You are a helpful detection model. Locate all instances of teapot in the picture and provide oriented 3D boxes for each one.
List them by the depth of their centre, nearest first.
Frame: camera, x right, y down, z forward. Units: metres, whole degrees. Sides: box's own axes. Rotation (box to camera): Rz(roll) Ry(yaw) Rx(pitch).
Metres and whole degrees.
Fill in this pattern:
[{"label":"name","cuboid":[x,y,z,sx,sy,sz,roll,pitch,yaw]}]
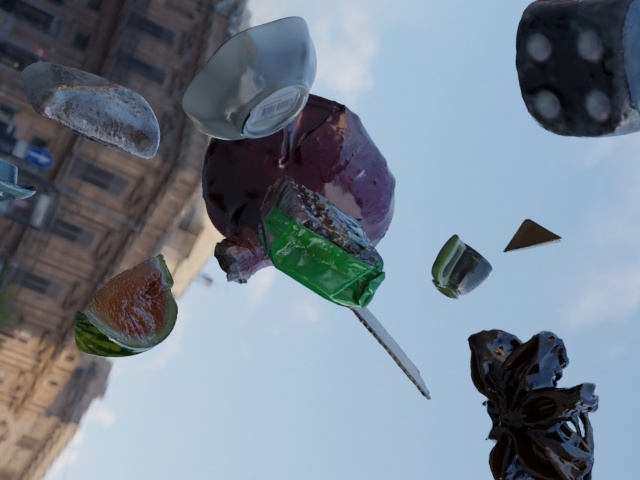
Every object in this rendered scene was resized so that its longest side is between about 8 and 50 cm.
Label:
[{"label":"teapot","cuboid":[0.222,0.046,1.697,0.090,0.124,0.092,-53,-151,-10]}]

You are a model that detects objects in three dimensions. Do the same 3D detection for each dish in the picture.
[{"label":"dish","cuboid":[-0.067,-0.173,1.183,0.066,0.191,0.190,55,-50,19]}]

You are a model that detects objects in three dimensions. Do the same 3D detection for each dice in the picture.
[{"label":"dice","cuboid":[0.378,-0.243,1.328,0.183,0.181,0.182,11,-61,50]}]

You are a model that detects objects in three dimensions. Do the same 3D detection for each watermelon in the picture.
[{"label":"watermelon","cuboid":[-0.354,0.158,1.929,0.303,0.128,0.159,-40,152,-61]}]

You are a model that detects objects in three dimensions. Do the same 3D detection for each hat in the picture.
[{"label":"hat","cuboid":[-0.566,-0.114,1.709,0.191,0.138,0.077,-5,-109,41]}]

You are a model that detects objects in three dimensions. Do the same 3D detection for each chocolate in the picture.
[{"label":"chocolate","cuboid":[-0.453,-0.275,2.029,0.100,0.303,0.185,-52,-138,20]}]

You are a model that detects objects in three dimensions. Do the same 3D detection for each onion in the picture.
[{"label":"onion","cuboid":[-0.069,-0.050,1.914,0.398,0.398,0.420,-42,-161,49]}]

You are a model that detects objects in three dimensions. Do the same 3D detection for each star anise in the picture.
[{"label":"star anise","cuboid":[0.256,0.209,1.208,0.190,0.126,0.220,7,-78,49]}]

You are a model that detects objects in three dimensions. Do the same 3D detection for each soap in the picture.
[{"label":"soap","cuboid":[0.001,-0.002,1.512,0.098,0.218,0.273,-57,-166,10]}]

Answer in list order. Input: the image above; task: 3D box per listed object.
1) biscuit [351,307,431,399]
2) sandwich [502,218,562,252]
[{"label":"biscuit","cuboid":[0.116,0.176,1.832,0.013,0.237,0.232,-39,-174,4]},{"label":"sandwich","cuboid":[0.299,-0.010,1.433,0.031,0.083,0.044,34,43,-83]}]
